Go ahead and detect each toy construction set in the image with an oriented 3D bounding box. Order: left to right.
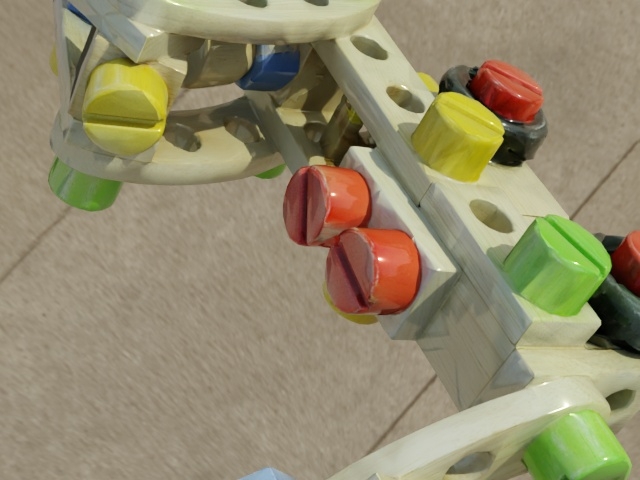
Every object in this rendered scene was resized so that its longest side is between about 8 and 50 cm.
[{"bbox_3d":[0.000,0.000,0.398,0.215,0.151,0.327,4,55,-36],"label":"toy construction set"}]
